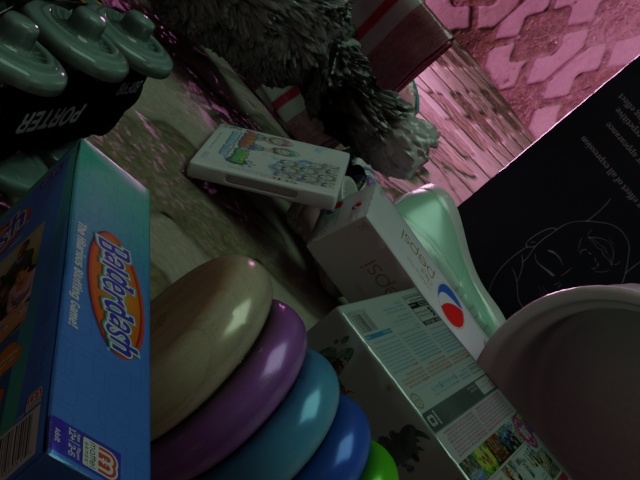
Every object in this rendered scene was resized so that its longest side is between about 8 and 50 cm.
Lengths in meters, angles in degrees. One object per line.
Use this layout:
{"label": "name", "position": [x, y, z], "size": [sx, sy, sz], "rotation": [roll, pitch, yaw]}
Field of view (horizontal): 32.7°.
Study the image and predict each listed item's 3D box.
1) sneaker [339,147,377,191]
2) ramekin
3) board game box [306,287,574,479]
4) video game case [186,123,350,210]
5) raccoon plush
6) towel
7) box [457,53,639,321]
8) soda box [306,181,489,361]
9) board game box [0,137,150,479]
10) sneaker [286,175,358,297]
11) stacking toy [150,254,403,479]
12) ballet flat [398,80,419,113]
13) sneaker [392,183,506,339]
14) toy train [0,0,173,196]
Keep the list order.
{"label": "sneaker", "position": [0.030, -0.056, 1.288], "size": [0.211, 0.080, 0.081], "rotation": [-82, 151, -68]}
{"label": "ramekin", "position": [0.288, 0.170, 1.025], "size": [0.277, 0.277, 0.135], "rotation": [53, 29, 14]}
{"label": "board game box", "position": [0.111, 0.189, 0.902], "size": [0.303, 0.097, 0.224], "rotation": [51, 19, 13]}
{"label": "video game case", "position": [-0.047, -0.076, 1.087], "size": [0.143, 0.019, 0.157], "rotation": [13, 20, 2]}
{"label": "raccoon plush", "position": [-0.070, -0.259, 1.146], "size": [0.446, 0.216, 0.299], "rotation": [39, 19, 21]}
{"label": "towel", "position": [-0.023, -0.293, 1.359], "size": [0.329, 0.237, 0.037], "rotation": [51, 18, 7]}
{"label": "box", "position": [0.344, 0.021, 1.309], "size": [0.293, 0.395, 0.212], "rotation": [55, 17, 16]}
{"label": "soda box", "position": [0.080, 0.054, 1.072], "size": [0.216, 0.074, 0.069], "rotation": [53, 29, -21]}
{"label": "board game box", "position": [-0.139, 0.069, 0.451], "size": [0.047, 0.160, 0.210], "rotation": [39, 20, -29]}
{"label": "sneaker", "position": [0.000, 0.000, 1.130], "size": [0.051, 0.070, 0.134], "rotation": [40, 47, -52]}
{"label": "stacking toy", "position": [0.011, 0.167, 0.666], "size": [0.330, 0.141, 0.141], "rotation": [47, 17, -16]}
{"label": "ballet flat", "position": [0.003, -0.301, 1.678], "size": [0.147, 0.147, 0.409], "rotation": [29, 23, -47]}
{"label": "sneaker", "position": [0.111, 0.081, 1.190], "size": [0.151, 0.094, 0.256], "rotation": [-26, 96, -36]}
{"label": "toy train", "position": [-0.228, -0.124, 0.705], "size": [0.190, 0.142, 0.334], "rotation": [39, 17, 2]}
